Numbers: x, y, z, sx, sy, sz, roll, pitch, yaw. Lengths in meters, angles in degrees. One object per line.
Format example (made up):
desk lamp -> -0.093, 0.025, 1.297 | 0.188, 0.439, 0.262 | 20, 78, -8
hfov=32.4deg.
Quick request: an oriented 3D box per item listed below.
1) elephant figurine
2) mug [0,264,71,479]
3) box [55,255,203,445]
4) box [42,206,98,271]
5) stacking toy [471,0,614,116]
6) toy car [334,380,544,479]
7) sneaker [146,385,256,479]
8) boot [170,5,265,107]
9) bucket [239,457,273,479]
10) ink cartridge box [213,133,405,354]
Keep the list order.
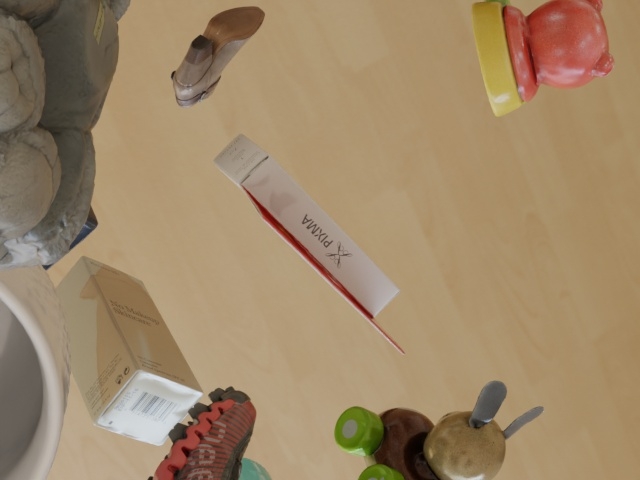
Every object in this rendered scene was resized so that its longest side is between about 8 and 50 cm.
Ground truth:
elephant figurine -> -0.221, -0.074, 0.471 | 0.240, 0.186, 0.169 | 1, 83, 8
mug -> -0.397, 0.070, 0.972 | 0.374, 0.328, 0.276 | 40, 92, -14
box -> -0.328, 0.175, 1.799 | 0.148, 0.311, 0.121 | 28, 106, -43
box -> -0.557, -0.126, 1.571 | 0.212, 0.293, 0.395 | -38, 145, 12
stacking toy -> 0.235, -0.291, 1.215 | 0.130, 0.279, 0.308 | -11, 86, 15
toy car -> 0.141, 0.213, 1.180 | 0.188, 0.149, 0.155 | -41, 136, 21
sneaker -> -0.119, 0.266, 1.062 | 0.135, 0.097, 0.276 | 28, 51, 6
boot -> -0.111, -0.192, 1.165 | 0.042, 0.087, 0.118 | 43, 54, 16
bucket -> -0.167, 0.529, 1.936 | 0.281, 0.183, 0.281 | -12, 126, -18
ink cartridge box -> 0.000, 0.000, 1.508 | 0.066, 0.261, 0.296 | -45, 117, -1
